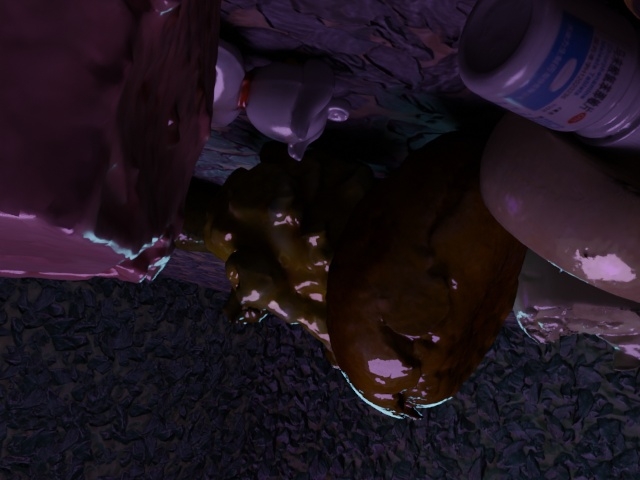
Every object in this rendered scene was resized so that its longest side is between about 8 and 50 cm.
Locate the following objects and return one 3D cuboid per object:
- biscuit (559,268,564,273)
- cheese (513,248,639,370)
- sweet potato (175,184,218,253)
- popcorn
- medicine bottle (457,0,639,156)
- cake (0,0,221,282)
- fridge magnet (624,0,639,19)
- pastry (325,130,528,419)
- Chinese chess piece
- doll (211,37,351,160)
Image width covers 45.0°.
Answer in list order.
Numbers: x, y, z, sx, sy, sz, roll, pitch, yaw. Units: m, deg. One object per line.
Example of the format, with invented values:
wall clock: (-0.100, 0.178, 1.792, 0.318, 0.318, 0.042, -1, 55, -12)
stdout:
biscuit: (0.417, -0.023, 0.893, 0.309, 0.186, 0.079, 2, -149, 29)
cheese: (0.424, 0.069, 1.186, 0.265, 0.233, 0.127, 8, 159, 0)
sweet potato: (-0.170, -0.025, 1.524, 0.422, 0.131, 0.130, 13, 170, -42)
popcorn: (-0.003, -0.010, 1.105, 0.325, 0.321, 0.290, -10, 132, -15)
medicine bottle: (0.202, -0.138, 0.614, 0.168, 0.105, 0.105, 16, 168, -28)
cake: (-0.201, -0.138, 0.449, 0.293, 0.307, 0.314, 9, 170, 0)
fridge magnet: (0.250, -0.174, 0.488, 0.143, 0.063, 0.143, 10, 173, 1)
pastry: (0.144, 0.043, 0.936, 0.163, 0.356, 0.356, 26, 179, 31)
Chinese chess piece: (0.272, -0.042, 0.737, 0.250, 0.097, 0.251, 20, -153, -10)
doll: (-0.156, -0.175, 0.813, 0.383, 0.099, 0.188, 15, 162, -2)
